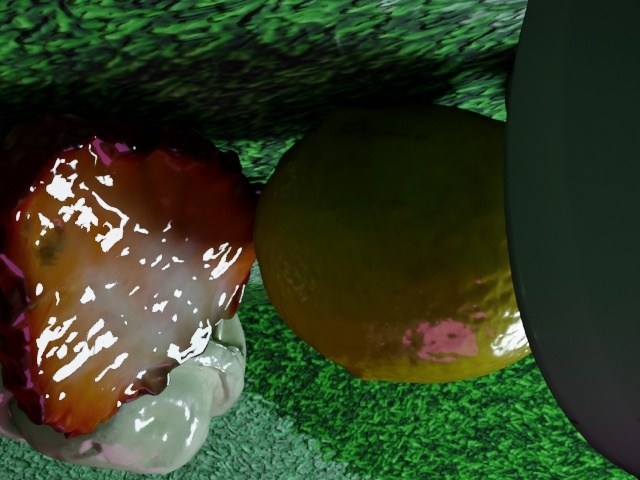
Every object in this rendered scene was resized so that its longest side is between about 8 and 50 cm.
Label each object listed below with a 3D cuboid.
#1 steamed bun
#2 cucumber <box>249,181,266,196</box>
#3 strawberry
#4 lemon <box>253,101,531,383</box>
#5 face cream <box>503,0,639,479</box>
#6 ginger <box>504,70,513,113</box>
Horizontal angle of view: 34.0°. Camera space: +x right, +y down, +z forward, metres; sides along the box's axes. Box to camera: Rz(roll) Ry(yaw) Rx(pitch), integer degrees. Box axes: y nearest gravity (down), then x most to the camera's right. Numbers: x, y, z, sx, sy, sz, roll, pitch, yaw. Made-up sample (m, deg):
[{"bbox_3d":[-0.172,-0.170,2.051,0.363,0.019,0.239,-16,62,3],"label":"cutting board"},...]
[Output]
[{"bbox_3d":[-0.257,0.112,1.286,0.339,0.247,0.352,19,-168,21],"label":"steamed bun"},{"bbox_3d":[-0.117,-0.034,1.101,0.181,0.053,0.053,-8,173,0],"label":"cucumber"},{"bbox_3d":[-0.185,0.001,0.837,0.149,0.265,0.336,35,165,24],"label":"strawberry"},{"bbox_3d":[0.077,0.002,0.838,0.288,0.234,0.233,3,180,34],"label":"lemon"},{"bbox_3d":[0.238,0.005,0.514,0.312,0.357,0.219,-4,172,-25],"label":"face cream"},{"bbox_3d":[0.215,-0.106,0.815,0.133,0.059,0.214,-5,172,16],"label":"ginger"}]
